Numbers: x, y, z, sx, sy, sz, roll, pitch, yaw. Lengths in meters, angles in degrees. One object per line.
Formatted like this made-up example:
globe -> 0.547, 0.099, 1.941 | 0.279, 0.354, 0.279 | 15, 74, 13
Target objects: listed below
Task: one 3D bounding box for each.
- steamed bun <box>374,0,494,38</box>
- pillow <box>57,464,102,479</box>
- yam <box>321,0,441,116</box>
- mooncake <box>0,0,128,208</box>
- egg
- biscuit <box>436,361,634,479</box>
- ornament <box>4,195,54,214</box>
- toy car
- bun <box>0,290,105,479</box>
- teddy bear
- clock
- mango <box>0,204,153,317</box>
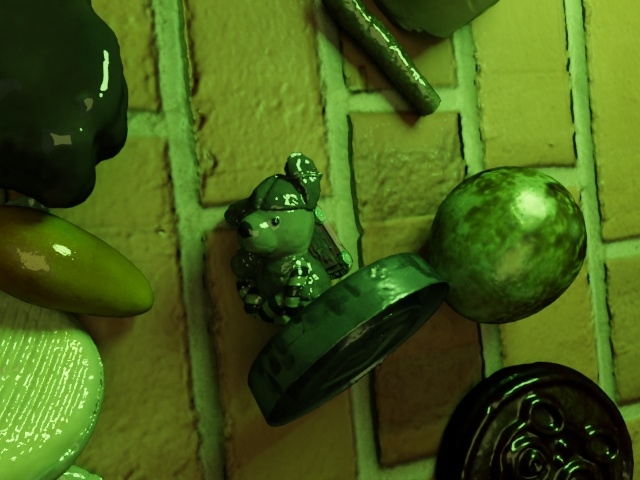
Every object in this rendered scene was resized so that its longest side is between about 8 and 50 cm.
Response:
steamed bun -> 0.210, -0.489, 0.789 | 0.290, 0.273, 0.272 | 32, 96, -10
pillow -> -0.495, 0.381, 0.640 | 0.281, 0.076, 0.274 | 38, 77, -13
yam -> 0.110, -0.330, 0.834 | 0.274, 0.061, 0.061 | 45, 78, -13
mooncake -> -0.432, -0.205, 0.593 | 0.381, 0.212, 0.350 | 16, 80, -13
egg -> 0.295, 0.010, 0.780 | 0.238, 0.238, 0.289 | 47, 47, -11
biscuit -> 0.414, 0.433, 0.902 | 0.408, 0.091, 0.407 | 0, 90, -16
ornament -> -0.416, -0.033, 0.687 | 0.068, 0.041, 0.092 | 3, 79, -22
toy car -> 0.000, 0.000, 0.798 | 0.142, 0.069, 0.055 | 58, 34, -8
bun -> -0.425, 0.198, 0.606 | 0.287, 0.146, 0.287 | 25, 45, -28
teddy bear -> -0.079, 0.007, 0.725 | 0.144, 0.171, 0.251 | -27, 107, -52
clock -> 0.042, 0.144, 0.691 | 0.319, 0.319, 0.066 | -33, 65, -14
mango -> -0.335, 0.041, 0.644 | 0.253, 0.138, 0.113 | 36, 79, -36
